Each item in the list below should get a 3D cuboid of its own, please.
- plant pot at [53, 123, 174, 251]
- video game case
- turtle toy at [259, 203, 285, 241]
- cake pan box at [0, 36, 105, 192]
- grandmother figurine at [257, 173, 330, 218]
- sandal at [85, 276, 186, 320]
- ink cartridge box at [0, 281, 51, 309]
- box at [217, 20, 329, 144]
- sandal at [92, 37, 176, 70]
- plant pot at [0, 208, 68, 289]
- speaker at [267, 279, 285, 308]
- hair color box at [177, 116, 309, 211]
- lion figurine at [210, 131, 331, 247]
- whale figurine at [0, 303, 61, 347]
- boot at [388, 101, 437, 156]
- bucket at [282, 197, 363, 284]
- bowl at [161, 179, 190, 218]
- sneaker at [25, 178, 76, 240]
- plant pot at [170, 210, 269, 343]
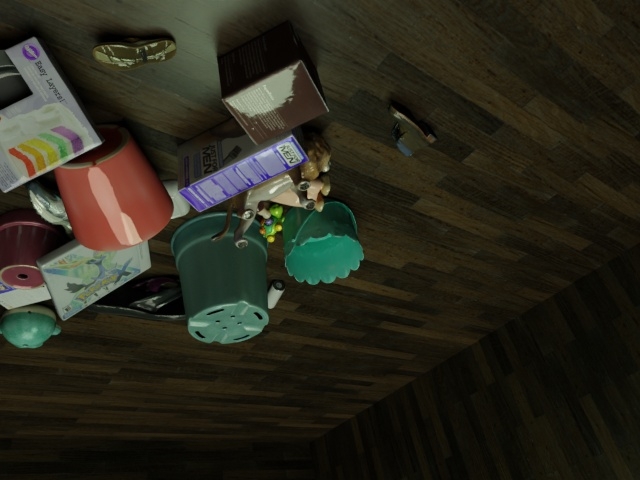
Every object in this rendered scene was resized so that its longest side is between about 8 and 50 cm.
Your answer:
[{"bbox_3d":[-0.548,-0.148,1.347,0.275,0.274,0.243,-11,133,-4],"label":"plant pot"},{"bbox_3d":[-0.682,0.073,1.612,0.329,0.036,0.300,-36,157,-33],"label":"video game case"},{"bbox_3d":[-0.159,-0.063,1.716,0.066,0.095,0.130,29,113,-15],"label":"turtle toy"},{"bbox_3d":[-0.655,-0.277,1.137,0.246,0.070,0.266,-28,111,-9],"label":"cake pan box"},{"bbox_3d":[-0.151,-0.162,1.579,0.343,0.104,0.207,10,110,-24],"label":"grandmother figurine"},{"bbox_3d":[-0.609,0.197,1.859,0.446,0.167,0.107,5,122,-24],"label":"sandal"},{"bbox_3d":[-1.016,0.148,1.748,0.208,0.045,0.206,-13,144,3],"label":"ink cartridge box"},{"bbox_3d":[-0.115,-0.371,1.241,0.203,0.168,0.167,-22,142,13],"label":"box"},{"bbox_3d":[-0.419,-0.431,1.173,0.180,0.049,0.072,-17,152,-20],"label":"sandal"},{"bbox_3d":[-0.863,0.037,1.536,0.202,0.180,0.201,-9,144,-7],"label":"plant pot"},{"bbox_3d":[-0.188,0.219,2.101,0.055,0.055,0.136,5,140,-23],"label":"speaker"},{"bbox_3d":[-0.212,-0.233,1.381,0.339,0.185,0.110,-23,141,12],"label":"hair color box"},{"bbox_3d":[-0.140,-0.153,1.436,0.392,0.240,0.142,-24,137,2],"label":"lion figurine"},{"bbox_3d":[-1.075,0.344,1.910,0.216,0.141,0.272,8,140,-27],"label":"whale figurine"},{"bbox_3d":[0.242,-0.313,1.509,0.106,0.082,0.219,-39,139,27],"label":"boot"},{"bbox_3d":[0.000,0.000,1.763,0.281,0.183,0.281,-9,144,-7],"label":"bucket"},{"bbox_3d":[-0.473,-0.112,1.572,0.142,0.053,0.142,-12,142,-3],"label":"bowl"},{"bbox_3d":[-0.717,-0.099,1.492,0.122,0.110,0.283,-34,145,-3],"label":"sneaker"},{"bbox_3d":[-0.315,0.136,1.716,0.341,0.334,0.341,-9,143,-7],"label":"plant pot"}]
